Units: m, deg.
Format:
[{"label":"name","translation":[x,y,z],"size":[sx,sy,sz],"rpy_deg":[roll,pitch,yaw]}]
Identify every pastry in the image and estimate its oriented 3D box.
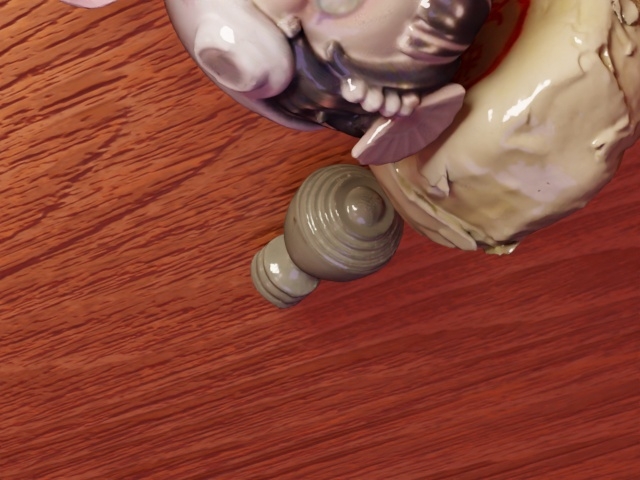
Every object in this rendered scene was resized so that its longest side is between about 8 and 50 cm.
[{"label":"pastry","translation":[0.148,-0.114,1.465],"size":[0.265,0.264,0.133],"rpy_deg":[-25,122,30]}]

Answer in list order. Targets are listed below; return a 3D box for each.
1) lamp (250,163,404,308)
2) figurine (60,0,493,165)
[{"label":"lamp","translation":[0.000,0.000,1.762],"size":[0.106,0.106,0.193],"rpy_deg":[16,152,-24]},{"label":"figurine","translation":[-0.041,-0.229,1.326],"size":[0.361,0.253,0.211],"rpy_deg":[27,180,-26]}]
